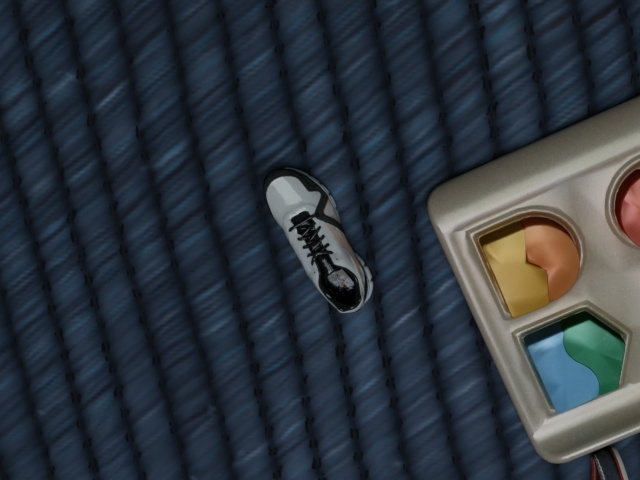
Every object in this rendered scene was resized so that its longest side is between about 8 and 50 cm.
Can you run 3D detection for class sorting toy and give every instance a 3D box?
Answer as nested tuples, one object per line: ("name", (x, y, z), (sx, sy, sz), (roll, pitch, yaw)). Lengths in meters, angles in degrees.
("sorting toy", (0.194, 0.026, 0.906), (0.193, 0.038, 0.208), (-24, 103, 7))

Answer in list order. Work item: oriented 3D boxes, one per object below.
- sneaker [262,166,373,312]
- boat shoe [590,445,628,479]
("sneaker", (0.000, 0.000, 0.900), (0.040, 0.044, 0.109), (-34, 100, 11))
("boat shoe", (0.190, 0.207, 0.945), (0.043, 0.049, 0.137), (-4, 101, 3))
